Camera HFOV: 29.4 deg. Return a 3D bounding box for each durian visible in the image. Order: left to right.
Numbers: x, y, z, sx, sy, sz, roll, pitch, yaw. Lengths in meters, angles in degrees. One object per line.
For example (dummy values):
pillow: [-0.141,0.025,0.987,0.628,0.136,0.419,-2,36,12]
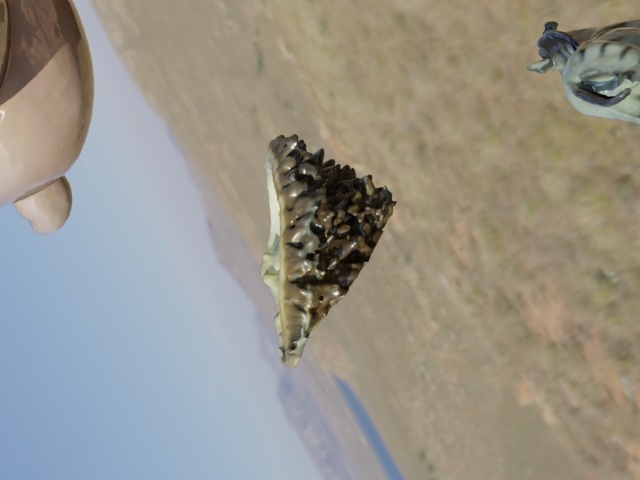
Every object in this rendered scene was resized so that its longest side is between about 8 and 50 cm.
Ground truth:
durian: [-0.009,-0.004,0.463,0.052,0.066,0.130,39,-163,-20]

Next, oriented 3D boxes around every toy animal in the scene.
toy animal: [-0.243,-0.120,0.740,0.221,0.230,0.209,-31,67,58]
toy animal: [0.221,-0.125,0.900,0.217,0.176,0.073,-28,-53,-60]
